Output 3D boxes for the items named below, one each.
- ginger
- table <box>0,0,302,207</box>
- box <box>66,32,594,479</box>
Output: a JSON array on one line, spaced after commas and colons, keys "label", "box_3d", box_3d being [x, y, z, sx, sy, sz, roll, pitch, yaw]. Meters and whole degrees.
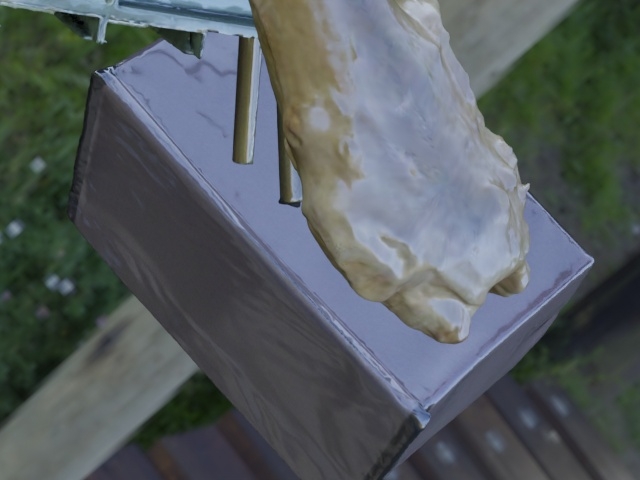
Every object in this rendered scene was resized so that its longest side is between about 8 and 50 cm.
[{"label": "ginger", "box_3d": [0.014, -0.056, 0.491, 0.069, 0.051, 0.173, -16, 99, -35]}, {"label": "table", "box_3d": [-0.098, -0.085, 0.713, 0.240, 0.111, 0.121, 7, 14, -21]}, {"label": "box", "box_3d": [0.000, 0.000, 1.027, 0.252, 0.153, 0.188, 47, -26, 11]}]
